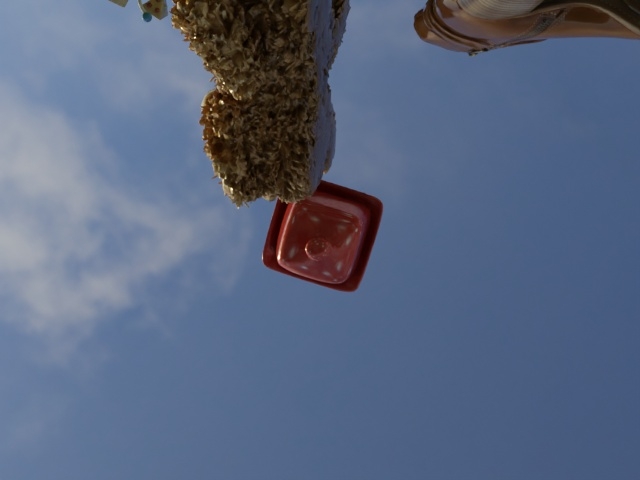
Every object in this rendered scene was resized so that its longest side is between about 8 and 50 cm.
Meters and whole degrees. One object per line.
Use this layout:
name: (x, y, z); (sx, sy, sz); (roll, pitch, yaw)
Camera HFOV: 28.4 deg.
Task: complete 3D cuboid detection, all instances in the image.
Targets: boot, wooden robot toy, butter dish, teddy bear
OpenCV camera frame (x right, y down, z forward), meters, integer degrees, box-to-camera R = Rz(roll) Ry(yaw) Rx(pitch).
boot: (0.176, -0.170, 0.930); (0.152, 0.197, 0.072); (156, -57, -71)
wooden robot toy: (-0.237, -0.321, 1.457); (0.079, 0.173, 0.076); (-55, -153, 25)
butter dish: (0.000, 0.000, 1.876); (0.160, 0.160, 0.118); (17, -165, -1)
teddy bear: (-0.048, -0.199, 1.064); (0.113, 0.338, 0.245); (10, -135, 14)
